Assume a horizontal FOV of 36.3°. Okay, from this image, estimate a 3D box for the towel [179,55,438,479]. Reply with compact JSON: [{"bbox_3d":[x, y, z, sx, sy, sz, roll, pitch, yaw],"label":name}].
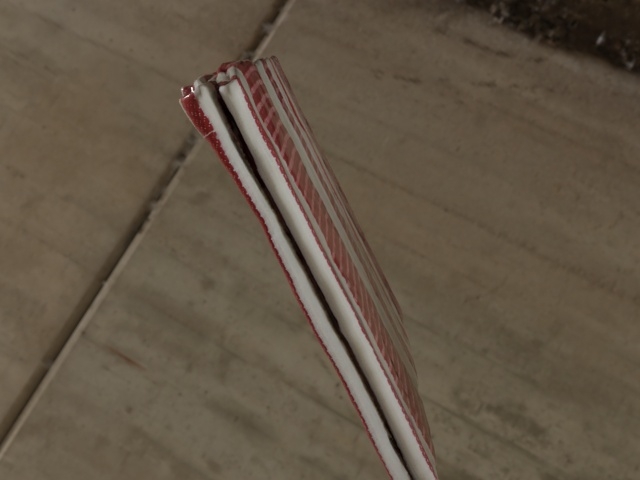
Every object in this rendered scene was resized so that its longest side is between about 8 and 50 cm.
[{"bbox_3d":[0.000,0.000,0.603,0.237,0.037,0.329,63,-174,-9],"label":"towel"}]
